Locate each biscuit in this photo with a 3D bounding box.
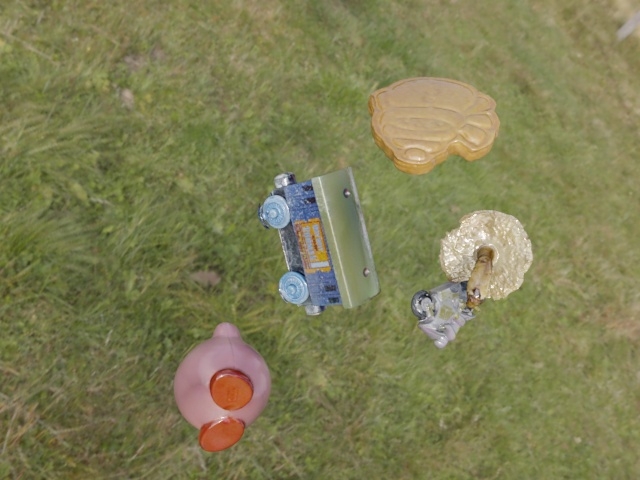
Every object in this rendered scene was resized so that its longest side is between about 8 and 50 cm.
[{"bbox_3d":[0.273,-0.293,1.739,0.312,0.057,0.351,-2,46,5],"label":"biscuit"}]

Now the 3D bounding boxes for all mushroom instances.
[{"bbox_3d":[0.433,0.052,1.774,0.208,0.233,0.301,18,10,-15],"label":"mushroom"}]

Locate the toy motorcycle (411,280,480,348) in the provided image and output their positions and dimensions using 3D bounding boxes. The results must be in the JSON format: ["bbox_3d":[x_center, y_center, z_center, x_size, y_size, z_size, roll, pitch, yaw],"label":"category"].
[{"bbox_3d":[0.302,0.181,1.731,0.225,0.073,0.152,-9,98,-39],"label":"toy motorcycle"}]

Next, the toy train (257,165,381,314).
[{"bbox_3d":[0.000,0.000,1.447,0.131,0.202,0.299,-24,102,-51],"label":"toy train"}]

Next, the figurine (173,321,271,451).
[{"bbox_3d":[-0.168,0.244,1.229,0.173,0.173,0.173,26,39,-24],"label":"figurine"}]
